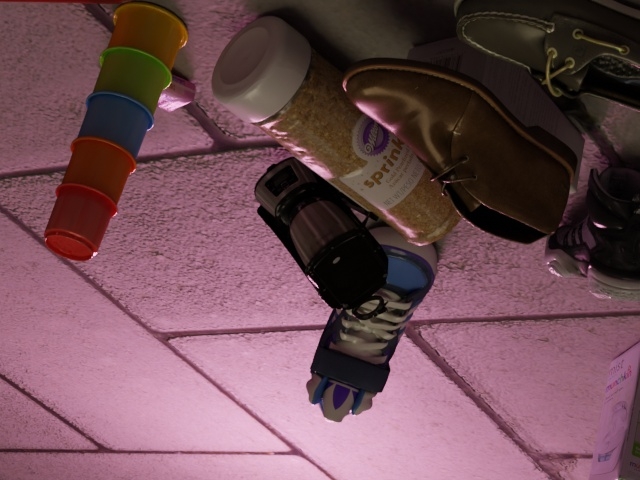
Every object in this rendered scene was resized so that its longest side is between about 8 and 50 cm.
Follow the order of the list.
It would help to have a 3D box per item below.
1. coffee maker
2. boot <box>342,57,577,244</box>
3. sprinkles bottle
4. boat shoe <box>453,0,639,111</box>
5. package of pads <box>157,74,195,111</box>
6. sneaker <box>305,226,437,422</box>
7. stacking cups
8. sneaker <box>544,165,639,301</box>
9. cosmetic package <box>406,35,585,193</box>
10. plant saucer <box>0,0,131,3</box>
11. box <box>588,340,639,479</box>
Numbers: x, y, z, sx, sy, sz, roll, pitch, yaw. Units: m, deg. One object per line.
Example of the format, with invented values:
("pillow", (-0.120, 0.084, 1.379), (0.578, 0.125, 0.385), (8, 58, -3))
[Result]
("coffee maker", (0.000, 0.000, 2.128), (0.120, 0.178, 0.171), (-21, 136, -16))
("boot", (0.152, -0.098, 1.778), (0.305, 0.115, 0.112), (27, 150, -22))
("sprinkles bottle", (0.031, -0.127, 1.959), (0.121, 0.121, 0.355), (-13, 142, 43))
("boat shoe", (0.285, -0.198, 1.721), (0.305, 0.091, 0.109), (14, 153, 3))
("package of pads", (-0.204, -0.191, 2.040), (0.083, 0.032, 0.050), (21, 150, -40))
("sneaker", (0.067, 0.143, 2.324), (0.130, 0.236, 0.323), (18, 153, -6))
("stacking cups", (-0.238, -0.127, 1.884), (0.096, 0.316, 0.096), (11, 151, 6))
("sneaker", (0.356, -0.021, 2.021), (0.101, 0.153, 0.268), (2, -169, -12))
("cosmetic package", (0.202, -0.138, 1.890), (0.117, 0.085, 0.231), (-7, 147, 36))
("plant saucer", (-0.340, -0.346, 1.818), (0.259, 0.048, 0.258), (4, 151, 20))
("box", (0.547, 0.299, 2.377), (0.262, 0.231, 0.127), (20, 152, -9))
